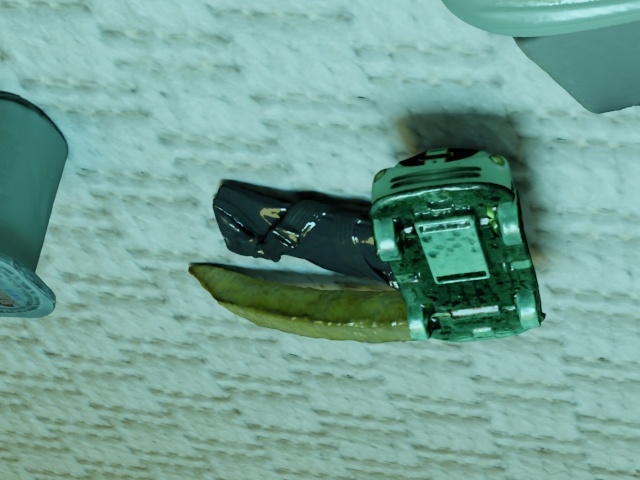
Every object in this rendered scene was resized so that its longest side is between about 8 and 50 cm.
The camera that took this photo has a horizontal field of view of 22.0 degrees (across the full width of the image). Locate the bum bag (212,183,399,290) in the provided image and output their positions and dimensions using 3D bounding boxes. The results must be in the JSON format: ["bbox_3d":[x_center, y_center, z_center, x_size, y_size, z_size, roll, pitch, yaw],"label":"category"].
[{"bbox_3d":[0.000,0.000,1.745,0.248,0.060,0.123,7,154,16],"label":"bum bag"}]

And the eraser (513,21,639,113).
[{"bbox_3d":[0.283,-0.179,1.243,0.352,0.077,0.111,-14,139,44],"label":"eraser"}]

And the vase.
[{"bbox_3d":[0.202,-0.205,1.148,0.248,0.128,0.128,5,153,33],"label":"vase"}]

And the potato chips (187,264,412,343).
[{"bbox_3d":[0.029,0.072,1.858,0.407,0.080,0.057,1,161,26],"label":"potato chips"}]

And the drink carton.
[{"bbox_3d":[-0.349,-0.034,1.703,0.191,0.190,0.185,1,150,23],"label":"drink carton"}]

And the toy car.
[{"bbox_3d":[0.136,-0.002,1.597,0.136,0.125,0.306,-7,151,12],"label":"toy car"}]
